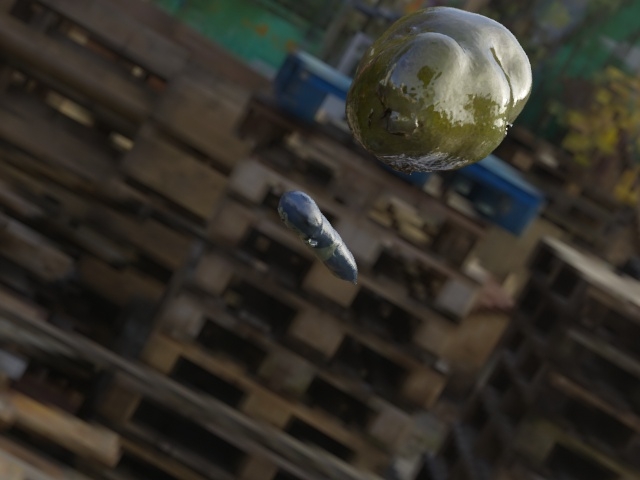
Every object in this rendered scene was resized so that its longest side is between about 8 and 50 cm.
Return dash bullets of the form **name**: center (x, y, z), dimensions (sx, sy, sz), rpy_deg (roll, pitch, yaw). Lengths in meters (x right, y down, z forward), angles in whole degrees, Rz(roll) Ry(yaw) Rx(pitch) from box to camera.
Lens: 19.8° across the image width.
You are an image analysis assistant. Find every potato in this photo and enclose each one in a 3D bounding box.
- **potato**: center (0.135, -0.182, 2.265), dimensions (0.203, 0.218, 0.351), rpy_deg (69, 24, -5)

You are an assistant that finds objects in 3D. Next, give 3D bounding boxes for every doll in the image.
- **doll**: center (0.000, 0.000, 1.351), dimensions (0.037, 0.027, 0.125), rpy_deg (47, -4, 35)
